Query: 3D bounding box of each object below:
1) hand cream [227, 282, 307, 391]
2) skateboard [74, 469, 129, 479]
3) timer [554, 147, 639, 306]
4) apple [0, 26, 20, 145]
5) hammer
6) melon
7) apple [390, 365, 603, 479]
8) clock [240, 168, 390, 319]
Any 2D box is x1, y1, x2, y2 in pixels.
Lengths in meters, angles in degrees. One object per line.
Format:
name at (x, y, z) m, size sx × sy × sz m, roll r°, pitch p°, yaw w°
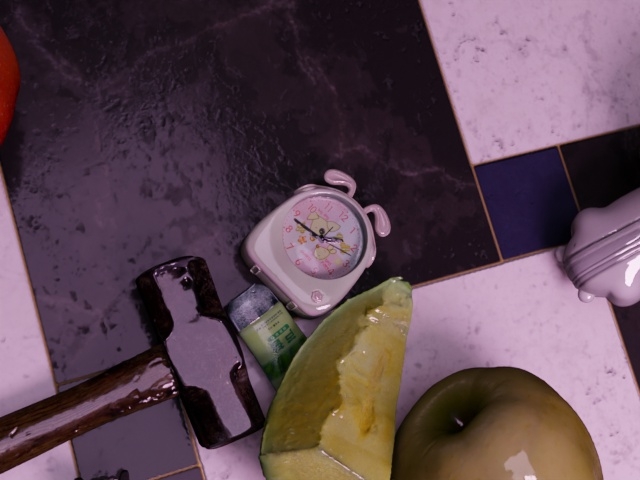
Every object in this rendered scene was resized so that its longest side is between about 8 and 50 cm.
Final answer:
hand cream at (-0.054, 0.139, 1.314) m, size 0.095 × 0.046 × 0.175 m, roll -37°, pitch 93°, yaw -28°
skateboard at (-0.252, 0.357, 1.189) m, size 0.067 × 0.080 × 0.151 m, roll -5°, pitch 97°, yaw -24°
timer at (0.492, -0.019, 1.411) m, size 0.315 × 0.291 × 0.291 m, roll -28°, pitch 87°, yaw 5°
apple at (-0.476, -0.180, 1.161) m, size 0.216 × 0.260 × 0.260 m, roll 37°, pitch 70°, yaw -30°
hammer at (-0.288, 0.201, 1.231) m, size 0.409 × 0.095 × 0.242 m, roll -23°, pitch 85°, yaw -13°
melon at (0.045, 0.195, 1.275) m, size 0.196 × 0.124 × 0.323 m, roll 43°, pitch 46°, yaw -25°
apple at (0.223, 0.292, 1.247) m, size 0.279 × 0.279 × 0.279 m, roll 3°, pitch 78°, yaw -14°
clock at (0.000, 0.000, 1.350) m, size 0.151 × 0.062 × 0.191 m, roll 46°, pitch 71°, yaw -2°
